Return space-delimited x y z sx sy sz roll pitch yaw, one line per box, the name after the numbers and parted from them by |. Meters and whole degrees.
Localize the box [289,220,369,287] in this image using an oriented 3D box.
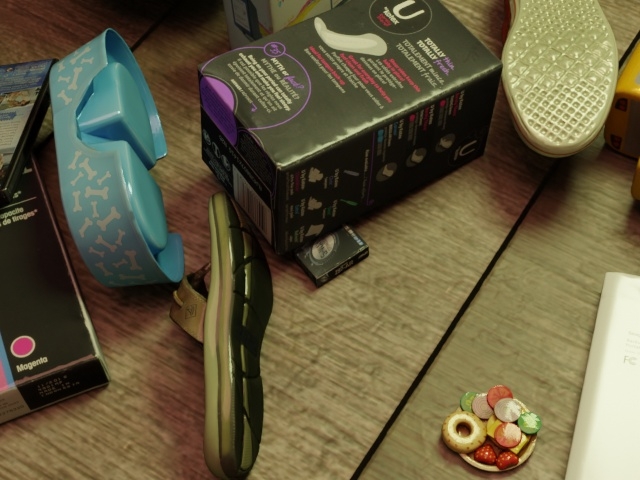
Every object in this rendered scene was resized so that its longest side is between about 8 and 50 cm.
0.000 0.000 1.293 0.067 0.018 0.083 -31 59 -16 | box

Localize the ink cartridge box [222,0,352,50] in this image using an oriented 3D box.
-0.028 -0.297 1.376 0.154 0.212 0.093 -39 65 -20 | ink cartridge box

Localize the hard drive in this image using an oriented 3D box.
0.334 0.182 1.132 0.203 0.040 0.307 11 59 12 | hard drive

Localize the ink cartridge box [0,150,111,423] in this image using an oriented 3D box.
-0.354 0.017 1.292 0.176 0.069 0.371 -21 55 -8 | ink cartridge box

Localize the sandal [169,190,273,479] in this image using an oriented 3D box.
-0.105 0.081 1.198 0.086 0.120 0.302 -9 56 16 | sandal

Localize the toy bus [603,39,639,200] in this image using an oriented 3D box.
0.401 -0.178 1.320 0.130 0.108 0.332 23 62 19 | toy bus

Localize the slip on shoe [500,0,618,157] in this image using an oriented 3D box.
0.247 -0.205 1.338 0.123 0.101 0.331 -3 48 3 | slip on shoe

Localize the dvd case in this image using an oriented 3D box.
-0.391 -0.113 1.347 0.180 0.022 0.253 -6 39 9 | dvd case

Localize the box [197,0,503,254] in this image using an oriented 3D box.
0.028 -0.133 1.289 0.270 0.143 0.165 -26 59 -20 | box

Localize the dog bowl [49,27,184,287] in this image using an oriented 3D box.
-0.214 -0.080 1.287 0.074 0.166 0.297 -18 57 6 | dog bowl

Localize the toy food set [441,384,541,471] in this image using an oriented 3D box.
0.161 0.175 1.164 0.083 0.020 0.082 32 65 23 | toy food set
